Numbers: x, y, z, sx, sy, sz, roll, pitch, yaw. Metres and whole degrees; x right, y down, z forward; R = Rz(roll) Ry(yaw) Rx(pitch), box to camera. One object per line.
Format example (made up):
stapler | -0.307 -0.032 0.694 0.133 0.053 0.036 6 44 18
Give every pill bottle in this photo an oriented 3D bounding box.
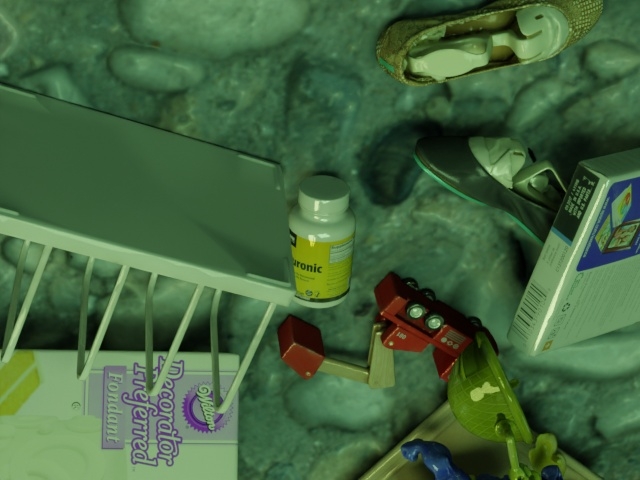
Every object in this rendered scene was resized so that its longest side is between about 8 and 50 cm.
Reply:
pill bottle | 0.000 0.000 1.316 0.065 0.065 0.116 0 122 -8

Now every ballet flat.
ballet flat | 0.153 -0.172 1.223 0.206 0.067 0.073 -15 122 2
ballet flat | 0.177 -0.058 1.300 0.203 0.074 0.074 30 114 -31

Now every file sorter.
file sorter | -0.187 0.014 1.228 0.278 0.193 0.173 16 122 -17

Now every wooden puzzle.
wooden puzzle | 0.156 0.274 1.532 0.221 0.044 0.239 35 116 -26

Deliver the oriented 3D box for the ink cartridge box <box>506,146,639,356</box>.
ink cartridge box | 0.292 0.003 1.347 0.208 0.045 0.206 -11 130 -39

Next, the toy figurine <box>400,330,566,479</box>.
toy figurine | 0.140 0.285 1.403 0.217 0.191 0.362 -19 124 15

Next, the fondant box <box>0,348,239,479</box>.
fondant box | -0.245 0.224 1.333 0.330 0.096 0.238 2 81 -10

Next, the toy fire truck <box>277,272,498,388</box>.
toy fire truck | 0.068 0.106 1.404 0.192 0.047 0.135 31 114 -25
